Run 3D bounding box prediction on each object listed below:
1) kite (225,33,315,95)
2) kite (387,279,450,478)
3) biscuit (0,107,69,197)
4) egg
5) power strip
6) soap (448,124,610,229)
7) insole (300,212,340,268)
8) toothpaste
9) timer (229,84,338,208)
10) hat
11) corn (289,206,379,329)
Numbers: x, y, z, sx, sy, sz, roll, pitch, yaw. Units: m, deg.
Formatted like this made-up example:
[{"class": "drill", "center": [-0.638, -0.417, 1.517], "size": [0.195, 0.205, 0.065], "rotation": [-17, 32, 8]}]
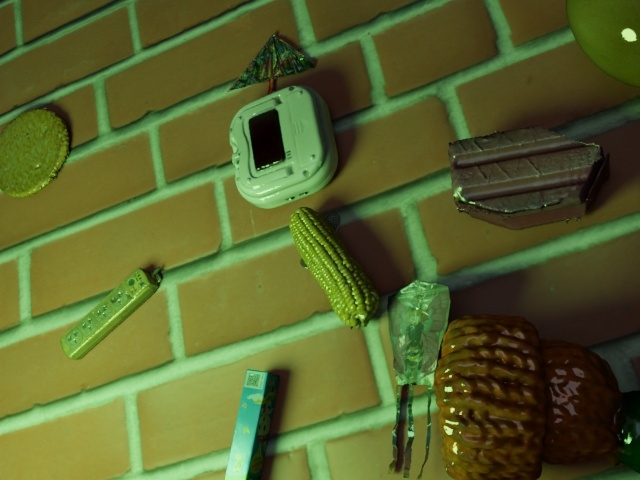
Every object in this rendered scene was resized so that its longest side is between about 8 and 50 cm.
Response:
[{"class": "kite", "center": [-0.119, -0.404, 1.872], "size": [0.232, 0.009, 0.189], "rotation": [-9, 69, 22]}, {"class": "kite", "center": [0.168, 0.249, 1.455], "size": [0.204, 0.022, 0.361], "rotation": [-17, 63, 61]}, {"class": "biscuit", "center": [-0.759, -0.229, 2.071], "size": [0.254, 0.035, 0.254], "rotation": [-7, 70, 20]}, {"class": "egg", "center": [0.588, -0.414, 1.431], "size": [0.250, 0.250, 0.322], "rotation": [-41, 55, 5]}, {"class": "power strip", "center": [-0.478, 0.163, 1.802], "size": [0.305, 0.044, 0.064], "rotation": [-41, 60, 5]}, {"class": "soap", "center": [0.393, -0.119, 1.486], "size": [0.289, 0.112, 0.182], "rotation": [-11, 68, 20]}, {"class": "insole", "center": [0.000, 0.000, 1.677], "size": [0.045, 0.002, 0.135], "rotation": [32, 86, 30]}, {"class": "toothpaste", "center": [-0.137, 0.390, 1.560], "size": [0.050, 0.065, 0.267], "rotation": [4, 73, 21]}, {"class": "timer", "center": [-0.087, -0.209, 1.742], "size": [0.237, 0.087, 0.262], "rotation": [-19, 65, 17]}, {"class": "hat", "center": [0.383, 0.257, 1.273], "size": [0.400, 0.285, 0.285], "rotation": [-4, 70, 18]}, {"class": "corn", "center": [0.023, 0.045, 1.599], "size": [0.101, 0.101, 0.292], "rotation": [-36, 59, 8]}]
